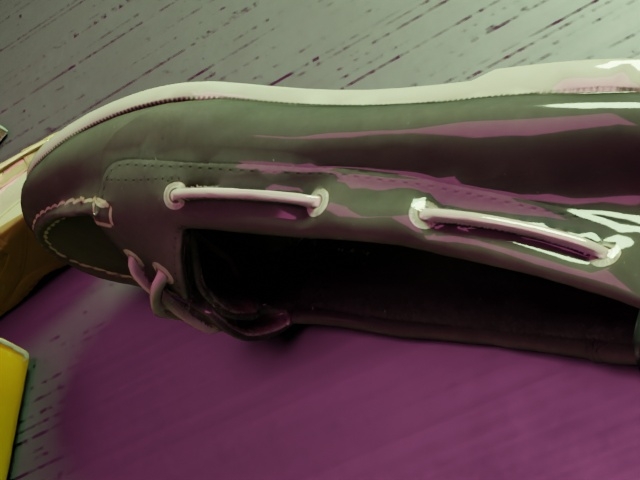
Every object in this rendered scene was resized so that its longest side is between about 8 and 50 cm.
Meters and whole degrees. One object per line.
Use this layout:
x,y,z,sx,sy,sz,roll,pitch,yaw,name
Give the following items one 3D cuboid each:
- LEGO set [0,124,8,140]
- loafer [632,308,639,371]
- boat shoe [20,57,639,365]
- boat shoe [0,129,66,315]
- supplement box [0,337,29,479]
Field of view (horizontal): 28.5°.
-0.303,-0.019,0.748,0.227,0.087,0.093,-48,49,6,LEGO set
0.189,0.046,0.322,0.223,0.078,0.076,19,79,27,loafer
0.000,0.000,0.495,0.335,0.112,0.095,-4,61,32,boat shoe
-0.176,-0.003,0.665,0.170,0.063,0.059,-28,51,12,boat shoe
-0.293,0.197,0.558,0.194,0.195,0.356,-10,63,33,supplement box
